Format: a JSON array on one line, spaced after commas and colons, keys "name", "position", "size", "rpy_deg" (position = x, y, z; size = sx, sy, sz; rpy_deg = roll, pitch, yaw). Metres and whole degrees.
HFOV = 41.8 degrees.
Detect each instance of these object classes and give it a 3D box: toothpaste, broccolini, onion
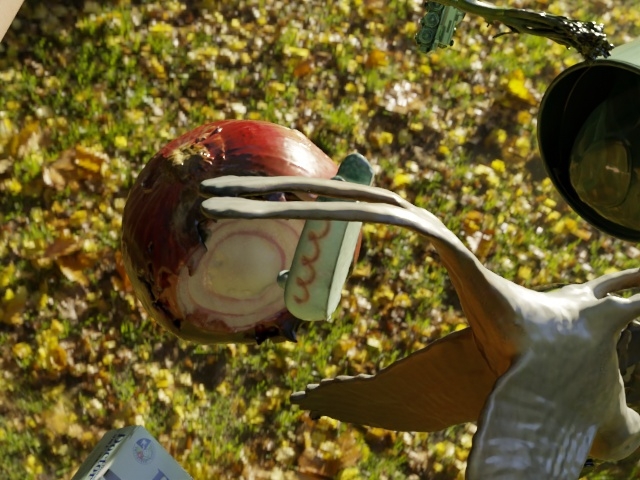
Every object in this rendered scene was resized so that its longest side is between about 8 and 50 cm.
[{"name": "toothpaste", "position": [-0.117, 0.335, 0.863], "size": [0.336, 0.067, 0.081], "rpy_deg": [53, 41, -19]}, {"name": "broccolini", "position": [0.230, -0.249, 0.965], "size": [0.271, 0.062, 0.123], "rpy_deg": [7, 9, -28]}, {"name": "onion", "position": [-0.127, -0.024, 1.195], "size": [0.341, 0.341, 0.341], "rpy_deg": [4, 52, -5]}]

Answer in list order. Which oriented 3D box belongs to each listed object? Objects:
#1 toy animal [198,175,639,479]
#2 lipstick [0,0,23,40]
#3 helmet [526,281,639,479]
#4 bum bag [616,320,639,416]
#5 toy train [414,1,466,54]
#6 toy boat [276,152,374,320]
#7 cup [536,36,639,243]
[{"name": "toy animal", "position": [0.105, 0.049, 0.547], "size": [0.302, 0.284, 0.225], "rpy_deg": [-17, 27, -5]}, {"name": "lipstick", "position": [-0.285, -0.175, 0.660], "size": [0.070, 0.070, 0.254], "rpy_deg": [15, 64, 3]}, {"name": "helmet", "position": [0.277, 0.176, 1.061], "size": [0.160, 0.279, 0.230], "rpy_deg": [18, 20, -43]}, {"name": "bum bag", "position": [0.389, 0.155, 0.837], "size": [0.248, 0.069, 0.102], "rpy_deg": [16, 96, -8]}, {"name": "toy train", "position": [0.156, -0.280, 1.089], "size": [0.053, 0.033, 0.083], "rpy_deg": [16, 90, -9]}, {"name": "toy boat", "position": [0.000, 0.000, 0.973], "size": [0.079, 0.208, 0.134], "rpy_deg": [19, 32, 6]}, {"name": "cup", "position": [0.619, -0.177, 1.371], "size": [0.392, 0.310, 0.401], "rpy_deg": [-30, 68, -27]}]
